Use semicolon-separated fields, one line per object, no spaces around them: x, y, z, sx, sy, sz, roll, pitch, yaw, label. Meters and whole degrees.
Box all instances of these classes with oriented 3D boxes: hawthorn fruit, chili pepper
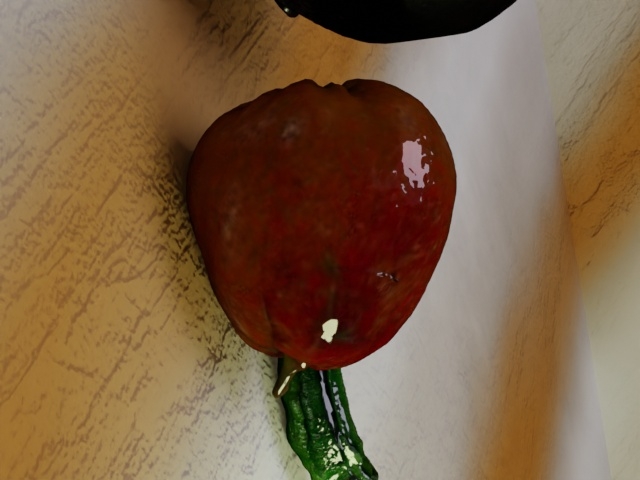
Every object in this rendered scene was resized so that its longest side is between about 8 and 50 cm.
0.000;0.000;1.546;0.224;0.224;0.261;16;77;-70;hawthorn fruit
0.003;0.140;1.666;0.122;0.065;0.279;28;47;-62;chili pepper

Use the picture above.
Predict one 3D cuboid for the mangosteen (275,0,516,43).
0.079;-0.387;1.685;0.382;0.435;0.382;38;23;-19;mangosteen
